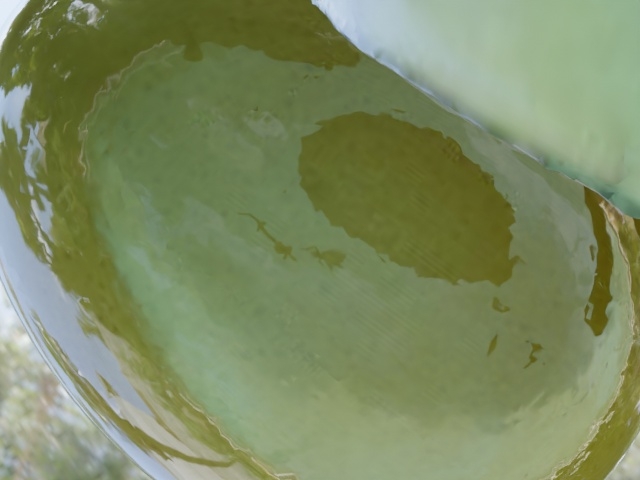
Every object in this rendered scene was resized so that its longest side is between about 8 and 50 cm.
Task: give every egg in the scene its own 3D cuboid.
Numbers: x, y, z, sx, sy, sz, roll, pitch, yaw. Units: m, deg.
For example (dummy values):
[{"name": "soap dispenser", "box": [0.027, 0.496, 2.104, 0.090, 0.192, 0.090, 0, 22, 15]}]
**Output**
[{"name": "egg", "box": [0.000, 0.000, 0.843, 0.322, 0.250, 0.250, 36, -89, -16]}]

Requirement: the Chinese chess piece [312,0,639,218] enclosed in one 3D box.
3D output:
[{"name": "Chinese chess piece", "box": [0.130, -0.062, 0.551, 0.270, 0.270, 0.112, 18, -76, -27]}]
